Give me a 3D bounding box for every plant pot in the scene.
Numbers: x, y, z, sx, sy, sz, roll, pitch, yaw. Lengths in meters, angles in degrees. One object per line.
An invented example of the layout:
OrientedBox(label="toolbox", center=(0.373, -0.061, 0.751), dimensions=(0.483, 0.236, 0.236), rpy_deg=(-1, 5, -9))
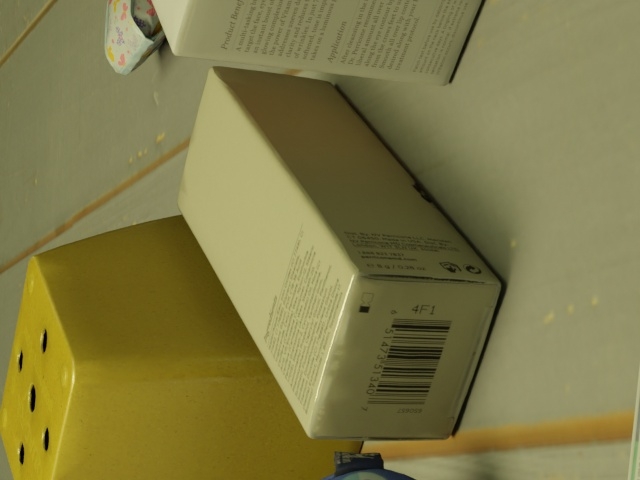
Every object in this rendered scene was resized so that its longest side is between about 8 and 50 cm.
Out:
OrientedBox(label="plant pot", center=(-0.103, 0.106, 1.046), dimensions=(0.212, 0.187, 0.212), rpy_deg=(-124, 44, -53))

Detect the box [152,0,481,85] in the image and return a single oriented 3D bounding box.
OrientedBox(label="box", center=(-0.008, -0.166, 0.892), dimensions=(0.130, 0.170, 0.091), rpy_deg=(-114, 36, -47))

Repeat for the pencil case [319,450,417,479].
OrientedBox(label="pencil case", center=(0.062, 0.238, 0.748), dimensions=(0.306, 0.133, 0.119), rpy_deg=(58, 173, 53))

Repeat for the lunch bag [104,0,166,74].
OrientedBox(label="lunch bag", center=(-0.157, -0.193, 1.369), dimensions=(0.071, 0.053, 0.083), rpy_deg=(138, 141, -54))

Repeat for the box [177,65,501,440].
OrientedBox(label="box", center=(0.000, 0.000, 0.945), dimensions=(0.275, 0.094, 0.113), rpy_deg=(-123, 43, -53))

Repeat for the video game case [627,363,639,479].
OrientedBox(label="video game case", center=(0.166, 0.131, 0.557), dimensions=(0.183, 0.023, 0.201), rpy_deg=(-164, 79, -65))
